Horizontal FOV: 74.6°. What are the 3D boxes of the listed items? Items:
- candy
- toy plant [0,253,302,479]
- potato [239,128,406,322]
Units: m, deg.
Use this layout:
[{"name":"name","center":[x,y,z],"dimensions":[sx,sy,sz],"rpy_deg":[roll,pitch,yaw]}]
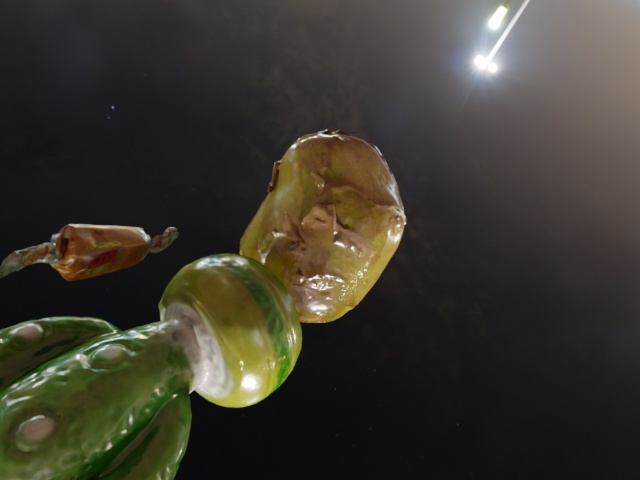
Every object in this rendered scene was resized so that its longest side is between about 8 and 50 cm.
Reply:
[{"name":"candy","center":[-0.226,0.008,0.421],"dimensions":[0.046,0.053,0.182],"rpy_deg":[47,-154,16]},{"name":"toy plant","center":[-0.178,0.143,0.439],"dimensions":[0.224,0.184,0.315],"rpy_deg":[45,-138,20]},{"name":"potato","center":[0.000,0.000,0.663],"dimensions":[0.246,0.300,0.196],"rpy_deg":[21,-142,2]}]
